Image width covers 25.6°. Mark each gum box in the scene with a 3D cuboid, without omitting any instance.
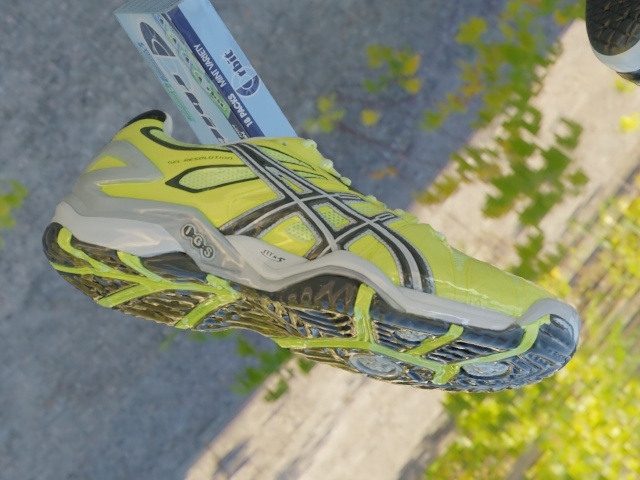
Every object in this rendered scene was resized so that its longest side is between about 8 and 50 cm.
[{"bbox_3d":[-0.106,-0.150,1.262,0.041,0.184,0.157,-38,110,-12],"label":"gum box"}]

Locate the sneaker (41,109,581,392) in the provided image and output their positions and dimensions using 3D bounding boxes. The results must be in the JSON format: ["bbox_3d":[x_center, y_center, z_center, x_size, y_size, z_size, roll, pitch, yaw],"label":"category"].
[{"bbox_3d":[0.000,0.000,0.995,0.145,0.385,0.147,90,18,-65],"label":"sneaker"}]

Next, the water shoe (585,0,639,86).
[{"bbox_3d":[0.225,-0.183,0.972,0.080,0.073,0.203,38,50,-33],"label":"water shoe"}]
